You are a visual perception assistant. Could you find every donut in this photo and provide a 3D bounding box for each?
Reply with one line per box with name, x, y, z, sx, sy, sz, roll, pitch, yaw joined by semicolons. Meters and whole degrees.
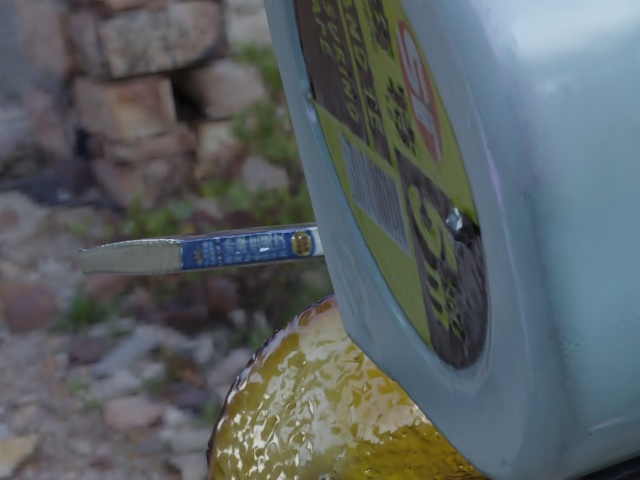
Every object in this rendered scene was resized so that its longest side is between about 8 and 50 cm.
donut;0.079;0.164;1.018;0.303;0.303;0.110;-9;31;-4

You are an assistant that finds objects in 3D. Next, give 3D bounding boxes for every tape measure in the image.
tape measure;0.035;-0.102;0.459;0.098;0.351;0.215;-21;25;-11

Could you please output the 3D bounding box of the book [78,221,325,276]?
book;0.000;0.000;1.838;0.428;0.039;0.300;-5;1;-26
